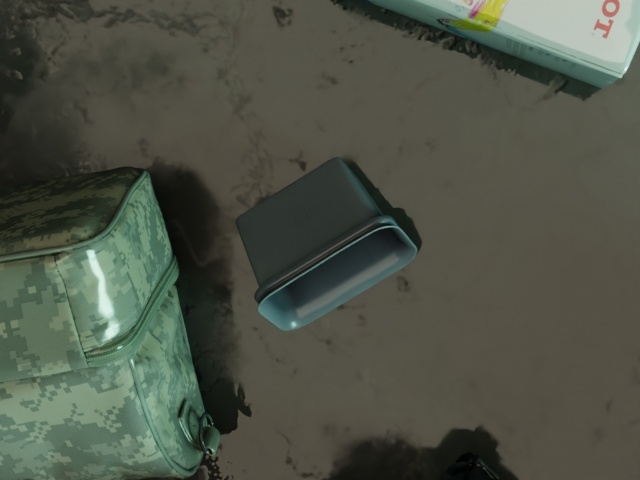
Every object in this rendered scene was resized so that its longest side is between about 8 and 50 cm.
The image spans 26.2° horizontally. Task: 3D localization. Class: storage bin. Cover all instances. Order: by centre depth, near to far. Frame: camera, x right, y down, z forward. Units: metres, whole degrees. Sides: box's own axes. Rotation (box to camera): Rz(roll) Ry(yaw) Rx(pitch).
[{"bbox_3d":[0.000,0.000,1.160,0.135,0.098,0.091,-31,62,8],"label":"storage bin"}]

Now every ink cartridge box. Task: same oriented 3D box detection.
[{"bbox_3d":[0.138,-0.257,1.066,0.270,0.197,0.198,22,95,5],"label":"ink cartridge box"}]

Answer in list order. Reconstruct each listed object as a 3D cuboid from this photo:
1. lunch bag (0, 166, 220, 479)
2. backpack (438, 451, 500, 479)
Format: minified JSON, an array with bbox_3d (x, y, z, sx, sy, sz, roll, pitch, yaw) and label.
[{"bbox_3d":[-0.258,0.100,1.132,0.305,0.212,0.256,-11,109,10],"label":"lunch bag"},{"bbox_3d":[0.069,0.327,1.058,0.276,0.263,0.213,56,129,36],"label":"backpack"}]
